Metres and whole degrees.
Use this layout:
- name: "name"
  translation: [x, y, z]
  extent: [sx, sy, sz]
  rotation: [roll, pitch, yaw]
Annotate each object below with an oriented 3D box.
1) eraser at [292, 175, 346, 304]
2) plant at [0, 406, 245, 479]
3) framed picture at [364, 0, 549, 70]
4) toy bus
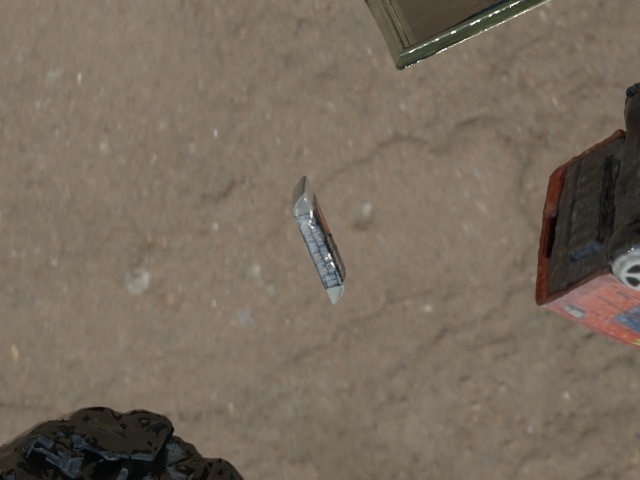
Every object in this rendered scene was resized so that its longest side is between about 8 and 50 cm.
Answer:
- name: "eraser"
  translation: [0.000, 0.000, 1.174]
  extent: [0.019, 0.027, 0.099]
  rotation: [-16, 123, 11]
- name: "plant"
  translation: [-0.118, 0.166, 0.587]
  extent: [0.142, 0.164, 0.256]
  rotation: [38, 127, -12]
- name: "framed picture"
  translation: [0.131, -0.206, 1.271]
  extent: [0.197, 0.252, 0.014]
  rotation: [-25, 110, 5]
- name: "toy bus"
  translation: [0.145, -0.023, 0.468]
  extent: [0.077, 0.065, 0.192]
  rotation: [27, 145, -23]
